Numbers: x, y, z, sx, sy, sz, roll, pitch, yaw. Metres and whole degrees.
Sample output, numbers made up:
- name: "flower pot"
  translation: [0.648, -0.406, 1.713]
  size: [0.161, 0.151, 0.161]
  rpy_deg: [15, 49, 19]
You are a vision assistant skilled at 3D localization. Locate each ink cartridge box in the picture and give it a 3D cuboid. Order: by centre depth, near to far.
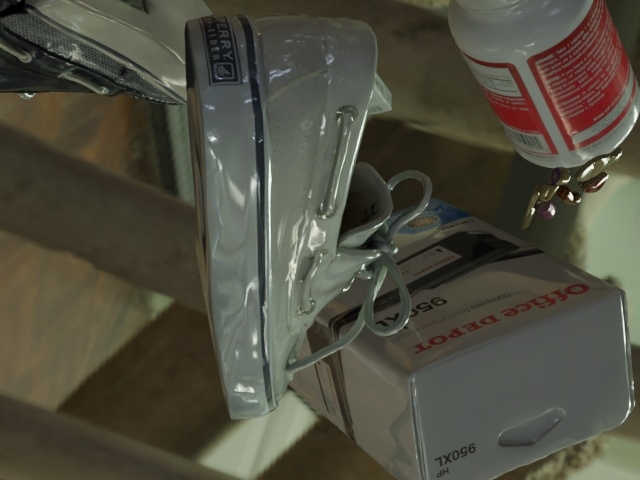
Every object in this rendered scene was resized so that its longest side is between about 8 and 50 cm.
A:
- name: "ink cartridge box"
  translation: [0.134, 0.110, 1.557]
  size: [0.286, 0.395, 0.166]
  rpy_deg: [-19, 115, -22]

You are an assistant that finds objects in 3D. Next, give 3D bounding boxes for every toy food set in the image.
- name: "toy food set"
  translation: [0.259, -0.056, 1.389]
  size: [0.122, 0.019, 0.078]
  rpy_deg: [-23, 146, -26]

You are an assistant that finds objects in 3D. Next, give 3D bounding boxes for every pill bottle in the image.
- name: "pill bottle"
  translation: [0.337, -0.314, 2.039]
  size: [0.407, 0.229, 0.229]
  rpy_deg: [52, 51, -46]

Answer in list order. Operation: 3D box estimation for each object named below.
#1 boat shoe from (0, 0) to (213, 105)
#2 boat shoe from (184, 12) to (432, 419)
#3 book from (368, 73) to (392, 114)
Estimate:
- name: "boat shoe"
  translation: [-0.217, -0.182, 1.201]
  size: [0.340, 0.158, 0.127]
  rpy_deg: [27, 46, -59]
- name: "boat shoe"
  translation: [-0.002, -0.008, 0.862]
  size: [0.367, 0.157, 0.135]
  rpy_deg: [92, -12, -50]
- name: "book"
  translation: [-0.001, -0.140, 1.167]
  size: [0.144, 0.096, 0.035]
  rpy_deg: [41, 45, -67]
